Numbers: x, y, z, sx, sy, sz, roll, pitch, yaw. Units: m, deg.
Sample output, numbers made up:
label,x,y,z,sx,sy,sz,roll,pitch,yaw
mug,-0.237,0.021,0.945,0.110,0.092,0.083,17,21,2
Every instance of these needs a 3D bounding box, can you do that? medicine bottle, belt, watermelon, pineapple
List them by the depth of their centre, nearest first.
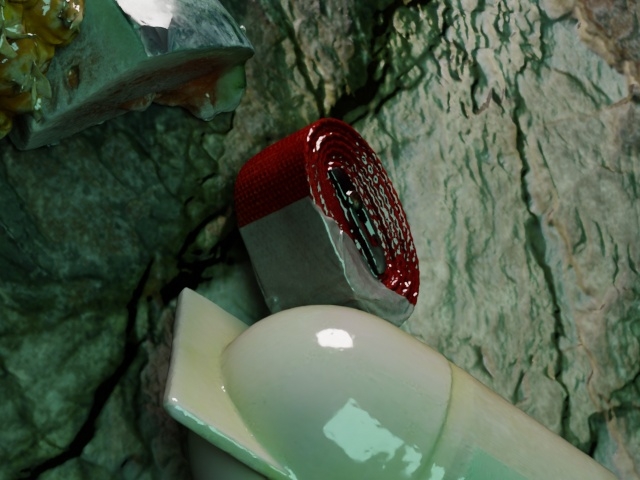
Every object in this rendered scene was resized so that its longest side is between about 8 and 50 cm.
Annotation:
label,x,y,z,sx,sy,sz,roll,pitch,yaw
pineapple,-0.270,-0.203,1.342,0.114,0.186,0.236,2,111,-57
medicine bottle,0.040,0.195,1.431,0.406,0.236,0.235,34,64,-14
watermelon,-0.185,-0.153,1.448,0.320,0.289,0.213,31,91,-29
belt,0.000,0.000,1.533,0.128,0.124,0.201,-19,86,-52
